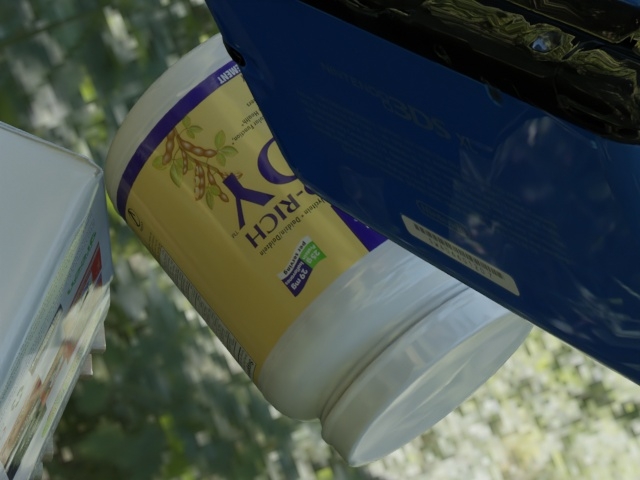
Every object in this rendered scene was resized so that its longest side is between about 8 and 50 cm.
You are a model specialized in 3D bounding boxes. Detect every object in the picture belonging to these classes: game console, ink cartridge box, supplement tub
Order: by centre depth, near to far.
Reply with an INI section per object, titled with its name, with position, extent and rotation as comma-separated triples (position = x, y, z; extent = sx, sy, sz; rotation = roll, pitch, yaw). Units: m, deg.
[game console]
position = 0.087, -0.111, 0.702
extent = 0.293, 0.173, 0.250
rotation = 32, -24, 47
[ink cartridge box]
position = -0.220, 0.111, 0.879
extent = 0.272, 0.130, 0.309
rotation = 106, 7, -74
[supplement tub]
position = 0.000, 0.000, 1.531
extent = 0.331, 0.241, 0.241
rotation = 50, -4, 18

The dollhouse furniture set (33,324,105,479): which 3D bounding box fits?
[dollhouse furniture set]
position = -0.246, 0.112, 1.215
extent = 0.212, 0.161, 0.242
rotation = 123, -35, -54
